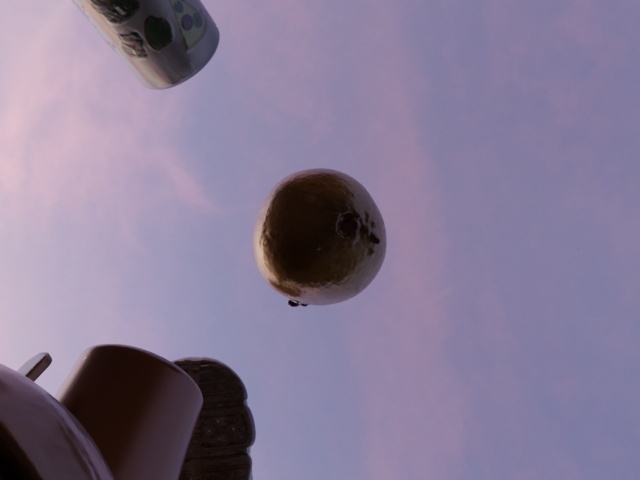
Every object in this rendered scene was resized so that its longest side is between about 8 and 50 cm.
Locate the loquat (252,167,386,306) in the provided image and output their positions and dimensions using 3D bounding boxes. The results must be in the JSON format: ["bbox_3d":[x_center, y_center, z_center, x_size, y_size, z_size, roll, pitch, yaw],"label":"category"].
[{"bbox_3d":[0.000,0.000,0.671,0.141,0.141,0.141,0,-91,21],"label":"loquat"}]

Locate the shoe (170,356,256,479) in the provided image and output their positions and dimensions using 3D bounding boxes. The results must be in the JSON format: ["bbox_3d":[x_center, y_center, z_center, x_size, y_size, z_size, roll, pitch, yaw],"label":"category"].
[{"bbox_3d":[-0.171,0.326,0.859,0.171,0.198,0.351,5,-101,0],"label":"shoe"}]

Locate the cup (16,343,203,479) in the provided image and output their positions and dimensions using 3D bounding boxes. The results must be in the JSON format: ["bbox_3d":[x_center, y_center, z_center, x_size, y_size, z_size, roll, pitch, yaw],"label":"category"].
[{"bbox_3d":[-0.221,0.218,0.581,0.182,0.226,0.264,-13,-138,32],"label":"cup"}]

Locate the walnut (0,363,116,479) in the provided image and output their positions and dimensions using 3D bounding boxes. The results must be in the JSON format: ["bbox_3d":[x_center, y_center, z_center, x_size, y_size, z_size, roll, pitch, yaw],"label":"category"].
[{"bbox_3d":[-0.182,0.212,0.353,0.209,0.209,0.336,-44,-110,15],"label":"walnut"}]

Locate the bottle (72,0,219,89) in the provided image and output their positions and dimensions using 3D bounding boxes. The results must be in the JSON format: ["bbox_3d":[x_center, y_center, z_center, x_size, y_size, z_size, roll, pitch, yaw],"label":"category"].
[{"bbox_3d":[-0.217,-0.288,0.718,0.120,0.253,0.120,-13,-127,17],"label":"bottle"}]
